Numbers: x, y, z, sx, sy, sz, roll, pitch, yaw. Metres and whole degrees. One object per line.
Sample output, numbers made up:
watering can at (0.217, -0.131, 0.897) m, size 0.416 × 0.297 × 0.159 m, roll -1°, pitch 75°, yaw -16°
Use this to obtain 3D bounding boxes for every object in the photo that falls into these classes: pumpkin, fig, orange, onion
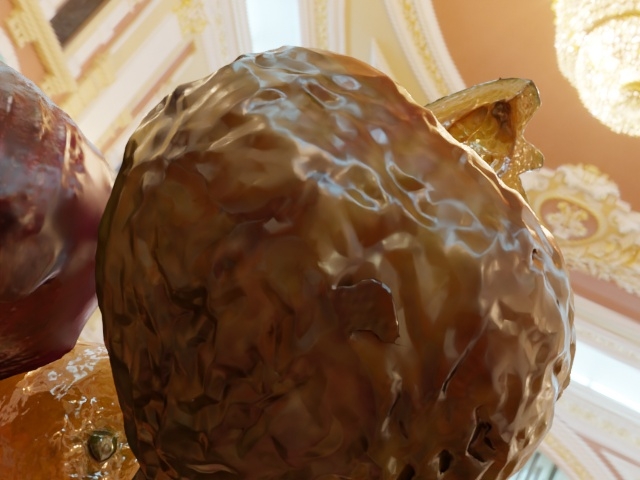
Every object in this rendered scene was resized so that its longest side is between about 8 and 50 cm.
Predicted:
pumpkin at (0.135, -0.061, 0.886) m, size 0.149 × 0.254 × 0.130 m, roll 9°, pitch -43°, yaw 54°
fig at (-0.035, 0.091, 0.458) m, size 0.286 × 0.368 × 0.286 m, roll 35°, pitch -1°, yaw 1°
orange at (-0.327, 0.285, 1.064) m, size 0.312 × 0.312 × 0.312 m, roll 27°, pitch -24°, yaw 13°
onion at (-0.388, -0.077, 0.785) m, size 0.399 × 0.420 × 0.398 m, roll 1°, pitch -30°, yaw 1°
